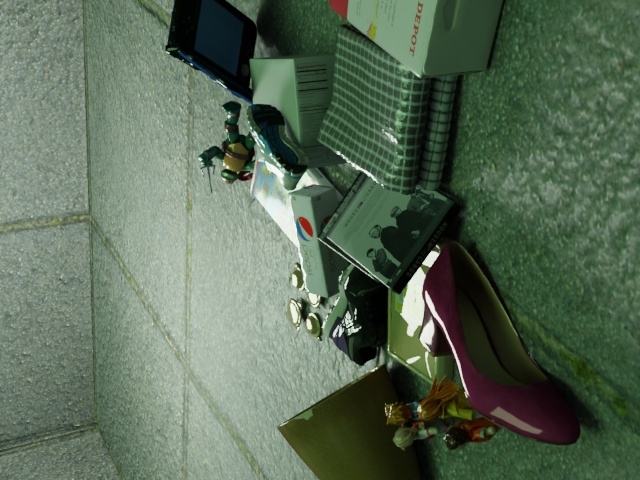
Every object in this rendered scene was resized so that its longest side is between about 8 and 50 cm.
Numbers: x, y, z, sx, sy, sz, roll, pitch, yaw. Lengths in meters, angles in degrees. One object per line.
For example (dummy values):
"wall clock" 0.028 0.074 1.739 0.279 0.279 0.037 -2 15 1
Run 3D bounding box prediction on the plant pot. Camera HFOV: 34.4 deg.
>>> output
"plant pot" 0.084 0.399 1.947 0.254 0.237 0.237 58 151 6

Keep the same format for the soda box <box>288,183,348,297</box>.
"soda box" 0.000 0.000 2.059 0.074 0.069 0.216 12 119 49

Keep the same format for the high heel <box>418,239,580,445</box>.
"high heel" 0.269 0.151 1.569 0.377 0.127 0.181 38 125 48

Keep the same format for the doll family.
"doll family" 0.198 0.277 1.699 0.263 0.163 0.118 -23 79 63

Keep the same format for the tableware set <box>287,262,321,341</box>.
"tableware set" -0.033 0.137 2.275 0.141 0.020 0.169 39 132 50

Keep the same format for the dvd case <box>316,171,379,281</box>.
"dvd case" 0.093 -0.034 1.855 0.164 0.018 0.221 -56 34 1

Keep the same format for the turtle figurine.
"turtle figurine" -0.191 -0.193 2.338 0.118 0.175 0.234 -106 29 -53

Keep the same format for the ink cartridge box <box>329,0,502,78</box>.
"ink cartridge box" 0.145 -0.413 1.593 0.306 0.131 0.226 48 139 44

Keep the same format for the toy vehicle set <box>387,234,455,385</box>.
"toy vehicle set" 0.177 0.106 1.824 0.166 0.035 0.267 32 127 56

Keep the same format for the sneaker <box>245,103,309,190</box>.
"sneaker" -0.089 -0.168 1.886 0.191 0.071 0.083 62 153 30

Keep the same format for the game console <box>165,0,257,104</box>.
"game console" -0.164 -0.384 2.123 0.173 0.293 0.250 3 80 27

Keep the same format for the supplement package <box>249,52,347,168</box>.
"supplement package" -0.023 -0.250 1.965 0.194 0.149 0.203 18 115 60

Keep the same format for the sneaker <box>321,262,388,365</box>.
"sneaker" 0.098 0.128 1.948 0.124 0.107 0.283 49 147 25

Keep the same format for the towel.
"towel" 0.106 -0.230 1.750 0.283 0.121 0.235 40 133 53

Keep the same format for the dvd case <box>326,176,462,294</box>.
"dvd case" 0.121 -0.030 1.776 0.179 0.029 0.238 -55 34 3

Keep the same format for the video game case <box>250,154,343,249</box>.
"video game case" -0.054 -0.095 2.184 0.285 0.025 0.204 50 142 33
